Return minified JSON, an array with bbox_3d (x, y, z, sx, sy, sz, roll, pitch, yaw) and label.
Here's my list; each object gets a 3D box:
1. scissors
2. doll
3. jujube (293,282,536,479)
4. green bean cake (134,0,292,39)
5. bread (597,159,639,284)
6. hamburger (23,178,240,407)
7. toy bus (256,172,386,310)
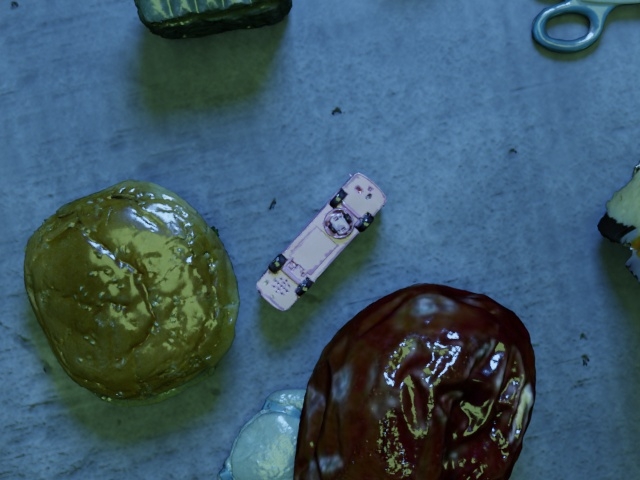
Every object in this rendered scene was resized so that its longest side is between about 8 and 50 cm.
[{"bbox_3d":[0.411,-0.324,1.270,0.289,0.041,0.137,-8,96,5],"label":"scissors"},{"bbox_3d":[-0.064,0.282,1.308,0.104,0.071,0.214,33,89,-3],"label":"doll"},{"bbox_3d":[0.112,0.239,1.210,0.277,0.276,0.376,11,94,0],"label":"jujube"},{"bbox_3d":[-0.130,-0.304,1.209,0.185,0.183,0.094,-10,97,1],"label":"green bean cake"},{"bbox_3d":[0.498,-0.125,1.141,0.242,0.345,0.404,8,100,-4],"label":"bread"},{"bbox_3d":[-0.239,0.072,1.265,0.266,0.134,0.284,-25,92,1],"label":"hamburger"},{"bbox_3d":[0.000,0.000,1.277,0.063,0.090,0.203,43,94,-3],"label":"toy bus"}]
